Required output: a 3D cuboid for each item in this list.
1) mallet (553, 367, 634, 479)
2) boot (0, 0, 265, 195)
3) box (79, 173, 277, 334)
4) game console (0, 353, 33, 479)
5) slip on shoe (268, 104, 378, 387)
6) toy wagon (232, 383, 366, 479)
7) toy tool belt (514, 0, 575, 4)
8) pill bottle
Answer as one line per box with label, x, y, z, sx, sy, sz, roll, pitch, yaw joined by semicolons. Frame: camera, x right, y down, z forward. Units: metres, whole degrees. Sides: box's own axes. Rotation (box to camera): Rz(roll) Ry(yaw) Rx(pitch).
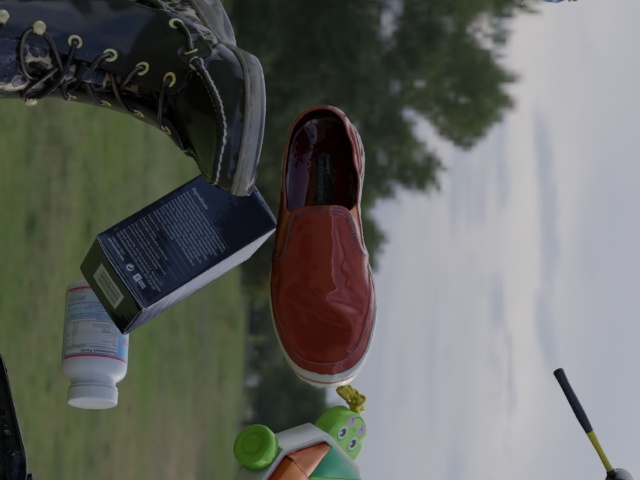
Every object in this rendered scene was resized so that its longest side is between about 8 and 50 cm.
mallet;0.344;0.250;2.051;0.190;0.039;0.062;60;12;-8
boot;-0.220;-0.172;1.709;0.377;0.284;0.138;-113;-148;-52
box;-0.176;0.007;1.992;0.108;0.207;0.153;56;-21;4
game console;-0.307;0.159;1.474;0.361;0.044;0.213;-122;-145;-58
slip on shoe;0.000;0.000;1.788;0.101;0.123;0.331;71;18;-67
toy wagon;-0.037;0.335;2.067;0.344;0.068;0.267;-52;139;-14
toy tool belt;0.188;-0.213;1.335;0.052;0.083;0.051;-21;-113;54
pill bottle;-0.298;0.138;2.142;0.087;0.087;0.160;99;-8;-71
